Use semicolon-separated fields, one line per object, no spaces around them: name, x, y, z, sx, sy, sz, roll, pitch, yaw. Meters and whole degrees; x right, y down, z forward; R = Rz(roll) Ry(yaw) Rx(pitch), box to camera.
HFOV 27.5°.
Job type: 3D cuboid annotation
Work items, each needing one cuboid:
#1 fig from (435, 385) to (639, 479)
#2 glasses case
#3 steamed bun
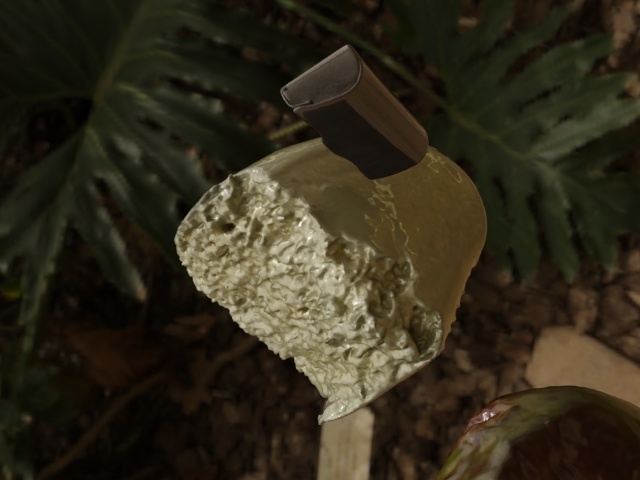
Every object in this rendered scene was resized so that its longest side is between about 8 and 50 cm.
fig;0.129;0.160;0.714;0.154;0.144;0.165;-137;30;-66
glasses case;0.035;-0.104;1.126;0.072;0.190;0.042;-27;67;13
steamed bun;0.000;0.000;1.353;0.290;0.272;0.273;-21;35;56
